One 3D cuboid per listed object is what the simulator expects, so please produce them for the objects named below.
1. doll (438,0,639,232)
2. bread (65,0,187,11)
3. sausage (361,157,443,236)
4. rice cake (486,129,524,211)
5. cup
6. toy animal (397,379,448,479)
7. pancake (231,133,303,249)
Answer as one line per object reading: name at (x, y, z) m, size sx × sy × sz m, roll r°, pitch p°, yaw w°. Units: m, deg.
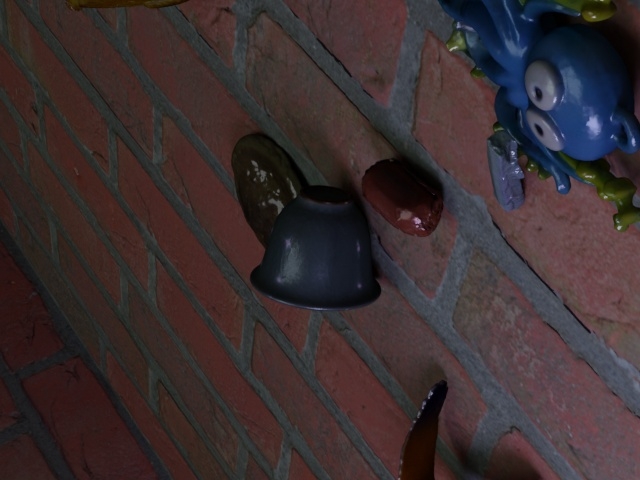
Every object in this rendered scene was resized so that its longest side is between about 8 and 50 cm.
doll at (0.218, -0.196, 1.293) m, size 0.341 × 0.099 × 0.346 m, roll 43°, pitch 151°, yaw 38°
bread at (-0.295, -0.525, 1.861) m, size 0.398 × 0.215 × 0.398 m, roll 37°, pitch 138°, yaw 43°
sausage at (0.109, -0.058, 1.663) m, size 0.141 × 0.076 × 0.076 m, roll 40°, pitch 145°, yaw 40°
rice cake at (0.214, -0.075, 1.417) m, size 0.042 × 0.030 × 0.180 m, roll 52°, pitch 177°, yaw 22°
cup at (0.000, 0.000, 1.838) m, size 0.199 × 0.199 × 0.150 m, roll 32°, pitch 122°, yaw 50°
toy animal at (0.133, 0.405, 1.791) m, size 0.225 × 0.284 × 0.302 m, roll 46°, pitch 148°, yaw 31°
pancake at (-0.083, -0.061, 2.059) m, size 0.242 × 0.050 × 0.242 m, roll 44°, pitch 148°, yaw 36°
